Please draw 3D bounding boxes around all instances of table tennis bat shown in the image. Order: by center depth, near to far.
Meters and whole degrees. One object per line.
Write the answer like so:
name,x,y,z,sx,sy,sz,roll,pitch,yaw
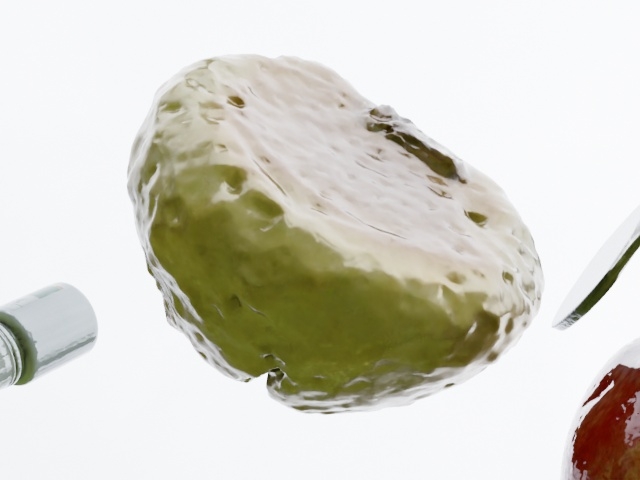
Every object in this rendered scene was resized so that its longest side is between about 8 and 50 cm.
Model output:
table tennis bat,0.245,-0.001,0.823,0.022,0.138,0.246,36,-22,6

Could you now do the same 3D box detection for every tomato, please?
tomato,0.168,0.080,0.477,0.156,0.155,0.069,-29,-83,32

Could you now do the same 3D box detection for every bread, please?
bread,0.000,0.000,0.592,0.245,0.244,0.134,27,-61,3

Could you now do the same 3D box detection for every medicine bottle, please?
medicine bottle,-0.286,0.096,0.997,0.080,0.130,0.080,13,-66,32
